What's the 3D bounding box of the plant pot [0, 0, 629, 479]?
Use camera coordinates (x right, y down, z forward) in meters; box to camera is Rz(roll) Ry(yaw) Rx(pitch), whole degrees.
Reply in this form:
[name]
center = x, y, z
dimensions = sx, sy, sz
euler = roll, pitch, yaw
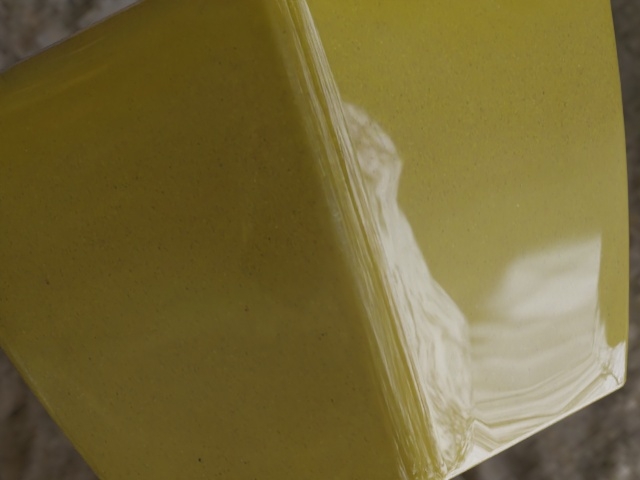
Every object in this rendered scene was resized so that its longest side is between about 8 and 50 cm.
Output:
[plant pot]
center = 0.000, 0.000, 0.740
dimensions = 0.212, 0.187, 0.212
euler = -20, 179, 40
